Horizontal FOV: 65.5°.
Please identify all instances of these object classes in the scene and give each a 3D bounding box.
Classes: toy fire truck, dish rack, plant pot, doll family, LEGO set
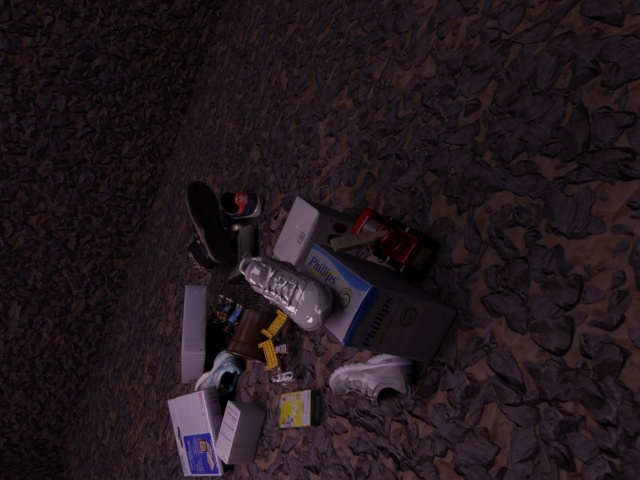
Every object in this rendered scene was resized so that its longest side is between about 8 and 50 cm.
[{"bbox_3d":[0.135,-0.007,1.288,0.159,0.246,0.217,-57,35,3],"label":"toy fire truck"},{"bbox_3d":[-0.274,0.238,1.925,0.208,0.074,0.272,28,98,55],"label":"dish rack"},{"bbox_3d":[-0.231,0.336,1.757,0.166,0.166,0.165,-8,60,53],"label":"plant pot"},{"bbox_3d":[-0.366,0.281,1.902,0.111,0.076,0.193,-57,26,-16],"label":"doll family"},{"bbox_3d":[-0.126,0.342,1.679,0.132,0.107,0.287,-5,61,17],"label":"LEGO set"}]

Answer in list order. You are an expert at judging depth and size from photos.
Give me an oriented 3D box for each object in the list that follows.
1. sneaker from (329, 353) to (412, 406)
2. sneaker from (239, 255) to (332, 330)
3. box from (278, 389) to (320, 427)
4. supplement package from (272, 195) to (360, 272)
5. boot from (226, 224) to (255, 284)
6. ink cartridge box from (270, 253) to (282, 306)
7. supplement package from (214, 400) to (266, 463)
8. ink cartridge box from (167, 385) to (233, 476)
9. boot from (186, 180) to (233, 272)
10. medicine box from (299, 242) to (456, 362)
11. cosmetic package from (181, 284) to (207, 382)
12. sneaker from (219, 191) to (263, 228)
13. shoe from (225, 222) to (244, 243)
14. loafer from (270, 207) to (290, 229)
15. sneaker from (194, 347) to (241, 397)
[{"bbox_3d":[0.122,0.370,1.279,0.281,0.105,0.116,-36,54,45],"label":"sneaker"},{"bbox_3d":[-0.089,0.115,1.133,0.305,0.152,0.114,25,93,54],"label":"sneaker"},{"bbox_3d":[-0.071,0.522,1.535,0.179,0.043,0.105,-24,56,45],"label":"box"},{"bbox_3d":[0.000,0.000,1.534,0.149,0.203,0.194,40,109,53],"label":"supplement package"},{"bbox_3d":[-0.333,0.062,2.090,0.189,0.076,0.209,-33,55,24],"label":"boot"},{"bbox_3d":[-0.140,0.131,1.785,0.109,0.062,0.209,-55,28,23],"label":"ink cartridge box"},{"bbox_3d":[-0.275,0.655,1.703,0.105,0.105,0.180,7,80,56],"label":"supplement package"},{"bbox_3d":[-0.459,0.728,1.888,0.307,0.072,0.304,-29,73,47],"label":"ink cartridge box"},{"bbox_3d":[-0.524,-0.045,2.215,0.284,0.138,0.378,-36,77,57],"label":"boot"},{"bbox_3d":[0.124,0.149,1.211,0.263,0.289,0.149,36,104,55],"label":"medicine box"},{"bbox_3d":[-0.522,0.396,2.059,0.377,0.097,0.285,112,158,-54],"label":"cosmetic package"},{"bbox_3d":[-0.400,-0.146,2.214,0.350,0.148,0.131,-22,58,49],"label":"sneaker"},{"bbox_3d":[-0.395,-0.018,2.228,0.219,0.076,0.059,-33,74,49],"label":"shoe"},{"bbox_3d":[-0.168,-0.089,1.957,0.125,0.039,0.045,-44,43,34],"label":"loafer"},{"bbox_3d":[-0.395,0.554,1.921,0.283,0.110,0.122,-59,40,19],"label":"sneaker"}]
